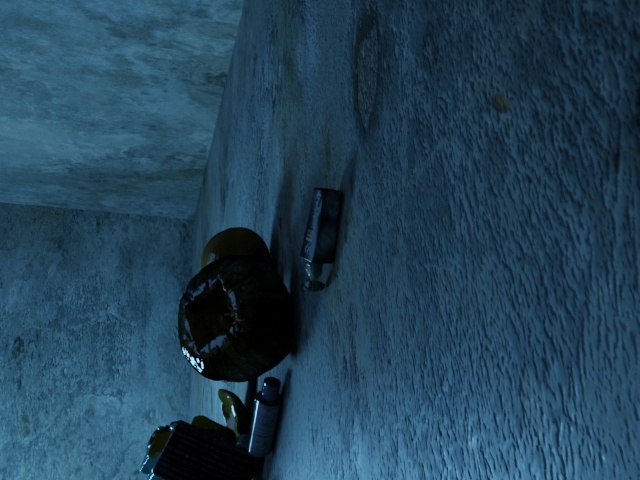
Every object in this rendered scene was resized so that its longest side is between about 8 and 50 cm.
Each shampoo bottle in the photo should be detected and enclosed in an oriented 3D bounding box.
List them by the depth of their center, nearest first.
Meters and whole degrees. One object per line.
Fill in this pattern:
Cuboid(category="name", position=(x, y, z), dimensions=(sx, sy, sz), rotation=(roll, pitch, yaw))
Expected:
Cuboid(category="shampoo bottle", position=(0.000, 0.000, 1.248), dimensions=(0.057, 0.063, 0.208), rotation=(28, 111, 61))
Cuboid(category="shampoo bottle", position=(-0.138, 0.438, 1.565), dimensions=(0.072, 0.072, 0.214), rotation=(-118, 37, -61))

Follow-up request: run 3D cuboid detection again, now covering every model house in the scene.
Cuboid(category="model house", position=(-0.319, 0.574, 1.738), dimensions=(0.249, 0.280, 0.230), rotation=(-57, 13, 28))

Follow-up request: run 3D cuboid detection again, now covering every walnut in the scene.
Cuboid(category="walnut", position=(-0.233, 0.112, 1.758), dimensions=(0.203, 0.202, 0.298), rotation=(166, 105, -72))

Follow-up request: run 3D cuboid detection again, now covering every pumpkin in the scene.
Cuboid(category="pumpkin", position=(-0.211, 0.191, 1.531), dimensions=(0.320, 0.192, 0.321), rotation=(-9, 74, 34))

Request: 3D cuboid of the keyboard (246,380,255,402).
Cuboid(category="keyboard", position=(-0.206, 0.368, 1.894), dimensions=(0.072, 0.023, 0.231), rotation=(133, 139, -75))

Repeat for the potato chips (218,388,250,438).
Cuboid(category="potato chips", position=(-0.256, 0.540, 1.924), dimensions=(0.208, 0.061, 0.196), rotation=(133, 123, -62))
